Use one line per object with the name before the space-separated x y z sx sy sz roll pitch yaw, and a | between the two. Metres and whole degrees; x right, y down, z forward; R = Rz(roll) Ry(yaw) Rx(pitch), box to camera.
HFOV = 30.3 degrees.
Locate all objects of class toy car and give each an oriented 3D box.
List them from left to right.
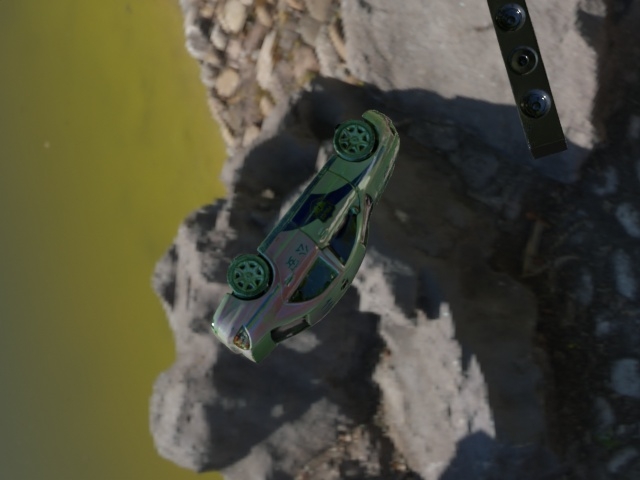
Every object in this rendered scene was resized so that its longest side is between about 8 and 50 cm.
toy car | 0.000 0.000 0.943 0.076 0.090 0.224 36 81 13

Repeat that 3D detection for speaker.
speaker | 0.217 -0.184 1.253 0.040 0.046 0.191 -17 75 13
